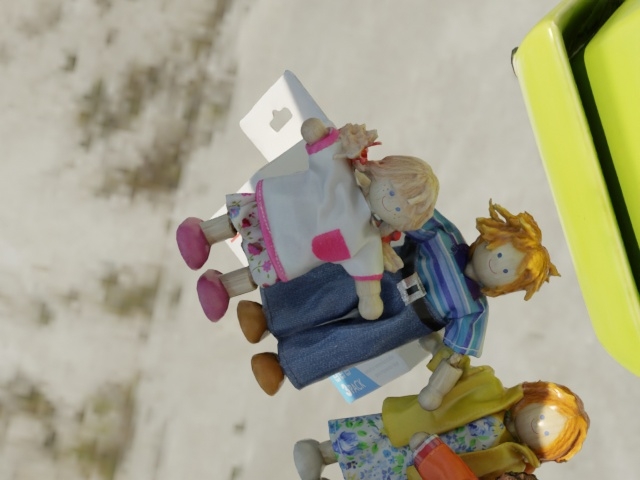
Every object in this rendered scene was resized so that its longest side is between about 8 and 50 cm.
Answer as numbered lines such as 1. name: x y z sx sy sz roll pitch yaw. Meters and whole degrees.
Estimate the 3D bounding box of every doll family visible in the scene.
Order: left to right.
1. doll family: 0.048 0.057 0.981 0.263 0.163 0.118 70 -160 -4

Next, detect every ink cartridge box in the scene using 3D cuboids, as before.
1. ink cartridge box: 0.000 0.000 1.131 0.061 0.181 0.104 -37 -2 -25

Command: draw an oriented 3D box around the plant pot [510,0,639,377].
1. plant pot: 0.233 -0.060 0.974 0.227 0.207 0.228 -41 -64 -58
